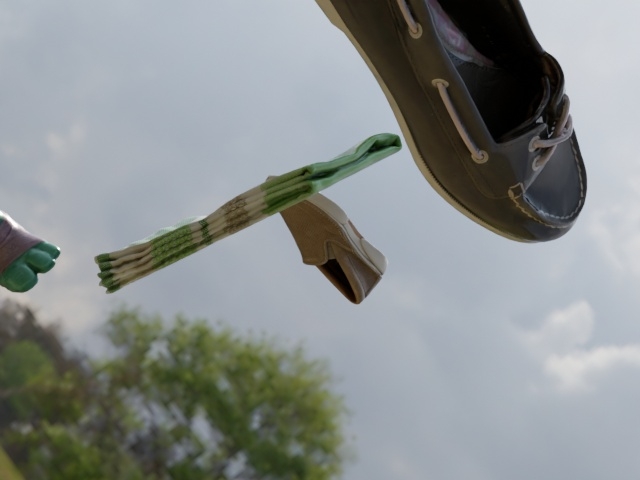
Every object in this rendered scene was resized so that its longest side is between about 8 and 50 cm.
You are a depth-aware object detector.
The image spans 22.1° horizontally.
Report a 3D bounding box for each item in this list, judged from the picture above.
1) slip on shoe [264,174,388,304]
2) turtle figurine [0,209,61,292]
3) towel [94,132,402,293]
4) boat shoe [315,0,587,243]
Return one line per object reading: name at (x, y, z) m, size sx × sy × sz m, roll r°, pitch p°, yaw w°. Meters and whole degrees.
slip on shoe at (0.000, 0.000, 1.248) m, size 0.051 × 0.041 × 0.135 m, roll 12°, pitch -24°, yaw 44°
turtle figurine at (-0.249, -0.053, 0.873) m, size 0.234 × 0.175 × 0.118 m, roll 60°, pitch 8°, yaw -29°
towel at (-0.040, -0.020, 0.893) m, size 0.152 × 0.113 × 0.023 m, roll -25°, pitch -87°, yaw 31°
boat shoe at (0.100, -0.114, 1.066) m, size 0.096 × 0.112 × 0.335 m, roll -4°, pitch -43°, yaw 44°
